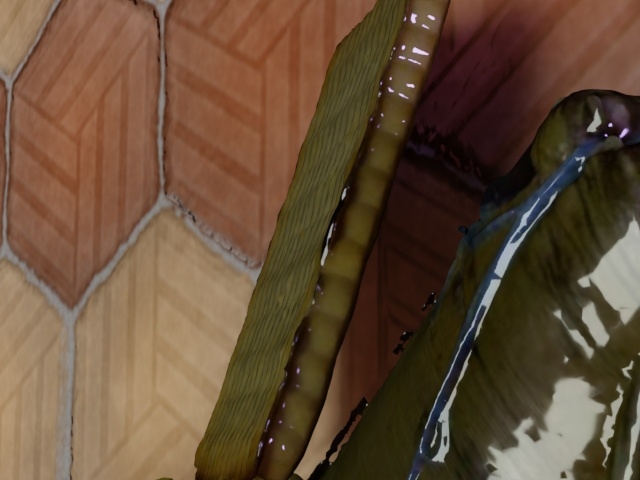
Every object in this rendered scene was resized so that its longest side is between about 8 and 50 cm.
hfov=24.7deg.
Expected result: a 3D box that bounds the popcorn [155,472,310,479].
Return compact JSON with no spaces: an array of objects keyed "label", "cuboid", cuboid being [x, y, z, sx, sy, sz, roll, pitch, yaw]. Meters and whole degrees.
[{"label":"popcorn","cuboid":[-0.144,0.258,0.775,0.293,0.237,0.293,-15,72,55]}]

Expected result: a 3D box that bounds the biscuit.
[{"label":"biscuit","cuboid":[0.000,0.000,0.696,0.172,0.029,0.255,149,141,-73]}]

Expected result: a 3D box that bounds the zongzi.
[{"label":"zongzi","cuboid":[0.112,0.156,0.481,0.360,0.160,0.323,-110,36,-48]}]
